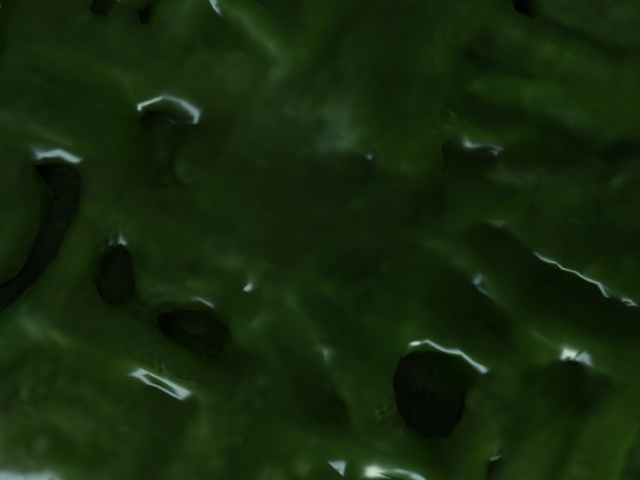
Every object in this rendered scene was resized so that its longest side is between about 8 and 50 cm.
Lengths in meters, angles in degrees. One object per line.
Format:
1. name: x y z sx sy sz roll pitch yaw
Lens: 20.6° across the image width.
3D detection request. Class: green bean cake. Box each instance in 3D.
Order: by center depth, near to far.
1. green bean cake: 0.000 0.000 0.568 0.247 0.249 0.156 26 173 -5
